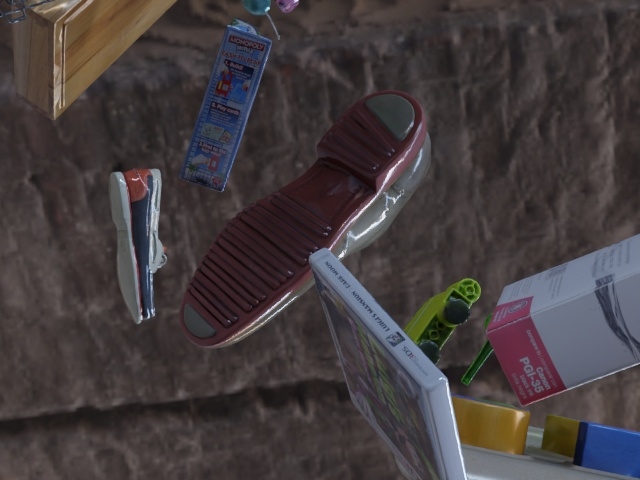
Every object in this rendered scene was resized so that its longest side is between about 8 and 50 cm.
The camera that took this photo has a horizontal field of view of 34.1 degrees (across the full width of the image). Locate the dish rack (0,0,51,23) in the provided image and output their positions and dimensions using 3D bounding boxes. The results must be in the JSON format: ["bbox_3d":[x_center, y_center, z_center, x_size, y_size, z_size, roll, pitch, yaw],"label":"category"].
[{"bbox_3d":[-0.268,-0.328,1.151,0.208,0.272,0.074,-25,-86,52],"label":"dish rack"}]

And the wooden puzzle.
[{"bbox_3d":[0.239,0.218,1.114,0.348,0.322,0.080,31,71,-85],"label":"wooden puzzle"}]

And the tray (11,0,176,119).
[{"bbox_3d":[-0.269,-0.369,1.465,0.411,0.076,0.202,-55,174,-32],"label":"tray"}]

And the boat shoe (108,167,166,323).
[{"bbox_3d":[-0.155,0.004,0.916,0.049,0.043,0.136,5,-78,59],"label":"boat shoe"}]

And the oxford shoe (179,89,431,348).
[{"bbox_3d":[0.000,0.000,1.130,0.123,0.348,0.130,43,-7,35],"label":"oxford shoe"}]

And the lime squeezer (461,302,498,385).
[{"bbox_3d":[0.286,0.152,1.650,0.310,0.059,0.109,101,6,-70],"label":"lime squeezer"}]

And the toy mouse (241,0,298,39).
[{"bbox_3d":[-0.073,-0.339,1.410,0.161,0.031,0.143,21,-57,42],"label":"toy mouse"}]

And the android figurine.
[{"bbox_3d":[0.175,0.169,1.761,0.248,0.056,0.273,-53,179,-14],"label":"android figurine"}]

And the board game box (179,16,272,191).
[{"bbox_3d":[-0.109,-0.194,1.310,0.194,0.060,0.194,-82,-168,-56],"label":"board game box"}]

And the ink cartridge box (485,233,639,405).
[{"bbox_3d":[0.375,0.085,1.352,0.117,0.283,0.207,64,21,-5],"label":"ink cartridge box"}]

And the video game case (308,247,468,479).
[{"bbox_3d":[0.057,0.120,0.826,0.173,0.022,0.190,47,-20,45],"label":"video game case"}]
